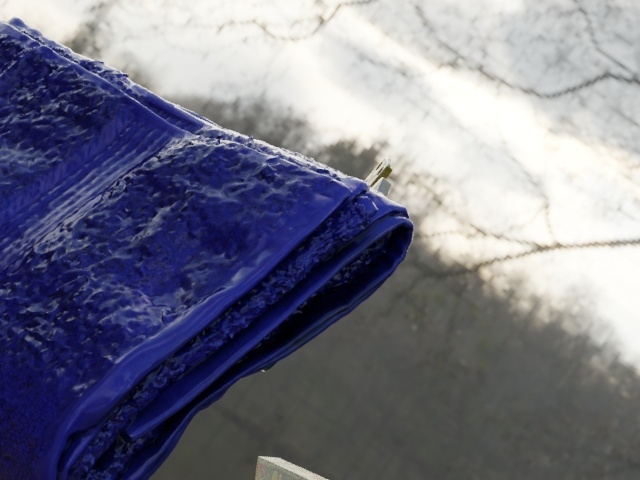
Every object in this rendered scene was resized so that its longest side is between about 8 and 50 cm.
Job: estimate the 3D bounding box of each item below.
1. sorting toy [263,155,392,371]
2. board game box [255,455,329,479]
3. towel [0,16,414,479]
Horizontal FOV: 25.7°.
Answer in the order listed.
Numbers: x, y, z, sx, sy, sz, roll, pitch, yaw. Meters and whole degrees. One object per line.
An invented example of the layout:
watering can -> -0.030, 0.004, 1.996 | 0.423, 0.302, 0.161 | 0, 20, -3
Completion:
sorting toy -> 0.000, 0.000, 1.329 | 0.046, 0.132, 0.274 | 39, 36, -9
board game box -> -0.029, 0.277, 1.287 | 0.030, 0.136, 0.260 | 10, -6, -13
towel -> -0.138, -0.009, 0.691 | 0.308, 0.227, 0.076 | 25, -39, 37
